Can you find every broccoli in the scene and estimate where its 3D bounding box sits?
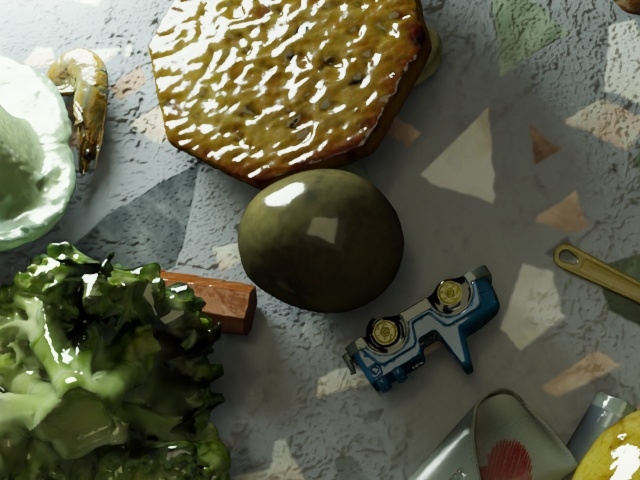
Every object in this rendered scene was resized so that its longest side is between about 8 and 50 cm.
[{"bbox_3d":[-0.267,0.156,1.864,0.348,0.281,0.293,-11,99,-14],"label":"broccoli"}]

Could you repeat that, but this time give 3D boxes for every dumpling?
[{"bbox_3d":[-0.437,-0.103,2.023,0.270,0.212,0.320,-34,81,7],"label":"dumpling"}]

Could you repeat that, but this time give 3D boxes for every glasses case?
[{"bbox_3d":[0.139,0.299,1.883,0.308,0.083,0.128,-47,52,-6],"label":"glasses case"}]

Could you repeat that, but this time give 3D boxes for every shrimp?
[{"bbox_3d":[-0.301,-0.155,2.104,0.095,0.045,0.162,-1,77,9],"label":"shrimp"}]

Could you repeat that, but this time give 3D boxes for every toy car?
[{"bbox_3d":[0.123,0.112,1.942,0.191,0.097,0.100,-32,77,0],"label":"toy car"}]

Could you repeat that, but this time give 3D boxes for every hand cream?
[{"bbox_3d":[0.265,0.284,1.897,0.079,0.048,0.255,18,74,52],"label":"hand cream"}]

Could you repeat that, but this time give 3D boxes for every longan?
[{"bbox_3d":[0.000,0.000,1.953,0.187,0.167,0.167,-5,75,8],"label":"longan"}]

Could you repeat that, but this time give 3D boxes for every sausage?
[{"bbox_3d":[-0.161,0.068,2.015,0.169,0.065,0.065,8,77,9],"label":"sausage"}]

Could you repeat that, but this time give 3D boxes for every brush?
[{"bbox_3d":[0.355,0.056,1.966,0.205,0.011,0.083,26,81,15],"label":"brush"}]

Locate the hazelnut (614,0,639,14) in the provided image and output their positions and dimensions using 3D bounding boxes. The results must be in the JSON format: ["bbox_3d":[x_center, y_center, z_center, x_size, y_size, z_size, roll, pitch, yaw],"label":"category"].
[{"bbox_3d":[0.370,-0.304,2.027,0.086,0.086,0.086,-2,75,8],"label":"hazelnut"}]

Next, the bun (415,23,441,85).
[{"bbox_3d":[0.100,-0.216,2.055,0.086,0.055,0.086,-1,62,2],"label":"bun"}]

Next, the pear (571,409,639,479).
[{"bbox_3d":[0.398,0.300,1.746,0.314,0.314,0.314,-2,75,8],"label":"pear"}]

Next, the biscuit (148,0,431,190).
[{"bbox_3d":[-0.038,-0.225,2.050,0.359,0.046,0.359,-8,68,21],"label":"biscuit"}]
